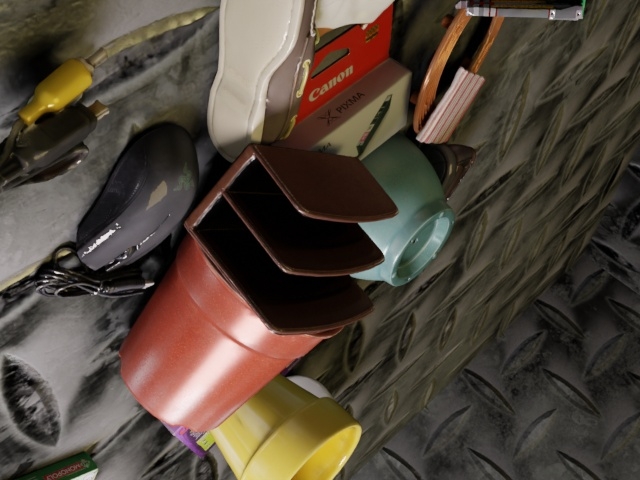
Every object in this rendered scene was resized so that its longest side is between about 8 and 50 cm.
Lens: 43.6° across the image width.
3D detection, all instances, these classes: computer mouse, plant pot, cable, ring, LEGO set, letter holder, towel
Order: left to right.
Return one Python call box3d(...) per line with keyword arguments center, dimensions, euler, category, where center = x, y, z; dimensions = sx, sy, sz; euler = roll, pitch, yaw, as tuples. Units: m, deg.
box3d(center=(-0.312, -0.081, 0.773), dimensions=(0.287, 0.072, 0.139), euler=(-44, 176, -41), category="cable")
box3d(center=(-0.234, -0.021, 1.041), dimensions=(0.272, 0.072, 0.188), euler=(-57, 154, 15), category="computer mouse")
box3d(center=(-0.149, 0.126, 1.194), dimensions=(0.265, 0.272, 0.272), euler=(-49, 157, 21), category="plant pot")
box3d(center=(-0.089, 0.367, 1.531), dimensions=(0.254, 0.239, 0.254), euler=(-38, 153, -23), category="plant pot")
box3d(center=(0.000, 0.000, 1.122), dimensions=(0.152, 0.214, 0.302), euler=(-47, 161, 22), category="letter holder")
box3d(center=(0.118, -0.042, 1.457), dimensions=(0.293, 0.196, 0.293), euler=(-39, 153, -24), category="plant pot")
box3d(center=(0.230, -0.239, 1.421), dimensions=(0.144, 0.029, 0.197), euler=(-60, 166, 17), category="towel")
box3d(center=(0.245, -0.337, 1.383), dimensions=(0.337, 0.032, 0.337), euler=(-53, 165, -21), category="ring")
box3d(center=(0.286, -0.468, 1.145), dimensions=(0.255, 0.192, 0.331), euler=(-75, 166, -46), category="LEGO set")

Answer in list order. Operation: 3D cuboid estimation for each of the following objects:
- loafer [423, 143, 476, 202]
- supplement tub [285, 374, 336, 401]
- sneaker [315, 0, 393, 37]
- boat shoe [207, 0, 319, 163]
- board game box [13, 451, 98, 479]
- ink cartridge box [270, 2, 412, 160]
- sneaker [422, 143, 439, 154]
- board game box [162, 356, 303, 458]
box3d(center=(0.218, -0.081, 1.618), dimensions=(0.095, 0.109, 0.302), euler=(-13, 151, -31), category="loafer")
box3d(center=(-0.043, 0.444, 1.883), dimensions=(0.191, 0.191, 0.272), euler=(-41, 154, -18), category="supplement tub")
box3d(center=(0.077, -0.362, 1.058), dimensions=(0.290, 0.106, 0.123), euler=(-31, 156, -14), category="sneaker")
box3d(center=(-0.059, -0.234, 0.984), dimensions=(0.096, 0.116, 0.324), euler=(-30, 153, -37), category="boat shoe")
box3d(center=(-0.528, 0.478, 1.291), dimensions=(0.317, 0.046, 0.214), euler=(-11, 135, -54), category="board game box")
box3d(center=(0.034, -0.205, 1.249), dimensions=(0.275, 0.060, 0.239), euler=(-39, 155, -22), category="ink cartridge box")
box3d(center=(0.258, -0.130, 1.704), dimensions=(0.080, 0.081, 0.211), euler=(-49, 157, -6), category="sneaker")
box3d(center=(-0.157, 0.286, 1.644), dimensions=(0.347, 0.056, 0.208), euler=(-43, 159, -15), category="board game box")
